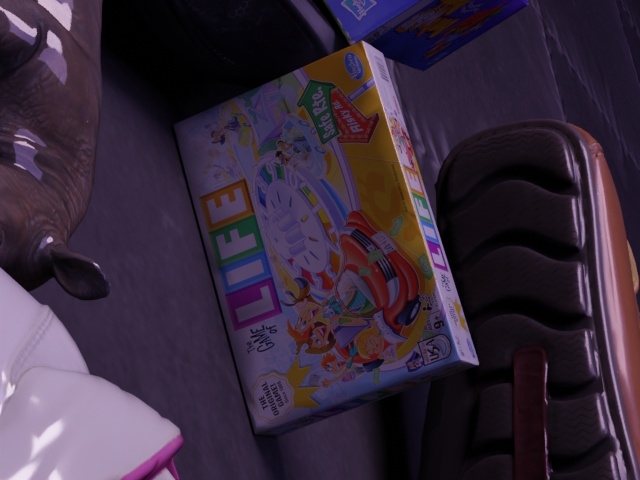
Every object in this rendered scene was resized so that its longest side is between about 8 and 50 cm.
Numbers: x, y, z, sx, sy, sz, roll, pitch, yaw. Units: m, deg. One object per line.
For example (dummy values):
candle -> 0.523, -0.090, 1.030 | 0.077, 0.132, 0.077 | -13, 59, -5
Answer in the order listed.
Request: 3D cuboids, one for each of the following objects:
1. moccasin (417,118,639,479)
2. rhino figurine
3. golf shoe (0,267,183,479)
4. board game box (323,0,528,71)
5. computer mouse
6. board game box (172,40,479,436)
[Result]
moccasin -> 0.116, 0.127, 0.825 | 0.147, 0.139, 0.380 | 46, 35, -52
rhino figurine -> -0.114, -0.057, 0.539 | 0.106, 0.073, 0.243 | 40, 35, -47
golf shoe -> -0.145, 0.053, 0.327 | 0.140, 0.115, 0.306 | 54, 17, 6
board game box -> -0.020, -0.262, 0.851 | 0.347, 0.078, 0.233 | 59, 12, 4
computer mouse -> -0.082, -0.156, 0.719 | 0.272, 0.072, 0.188 | 45, 13, -43
board game box -> 0.000, 0.000, 0.724 | 0.026, 0.103, 0.154 | 19, 51, -64
